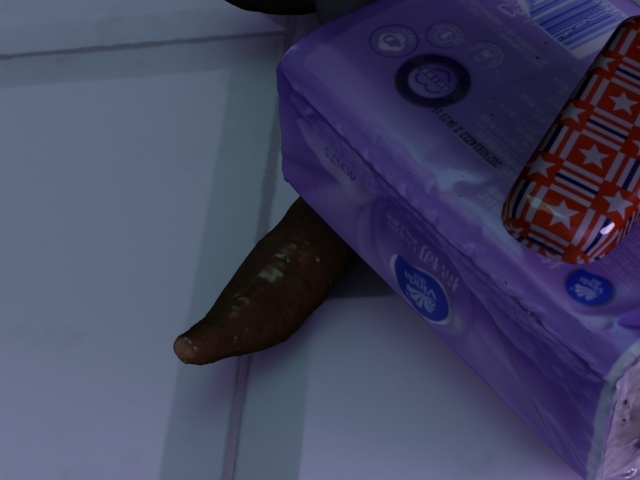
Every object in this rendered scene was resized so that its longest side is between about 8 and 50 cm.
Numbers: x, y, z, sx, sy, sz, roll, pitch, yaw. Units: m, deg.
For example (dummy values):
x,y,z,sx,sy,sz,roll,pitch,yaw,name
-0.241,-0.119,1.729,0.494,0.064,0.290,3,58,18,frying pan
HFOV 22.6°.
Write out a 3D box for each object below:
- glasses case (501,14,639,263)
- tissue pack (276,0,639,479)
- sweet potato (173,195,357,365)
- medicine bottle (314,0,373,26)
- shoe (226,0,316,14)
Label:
x,y,z,sx,sy,sz,roll,pitch,yaw,name
0.172,-0.057,0.940,0.073,0.049,0.194,28,54,13,glasses case
0.162,-0.030,1.057,0.242,0.160,0.338,-29,56,-23,tissue pack
0.000,0.000,1.163,0.072,0.066,0.314,23,50,24,sweet potato
0.022,-0.197,1.264,0.057,0.199,0.057,-8,42,7,medicine bottle
0.096,-0.271,1.348,0.384,0.171,0.237,-21,39,-21,shoe
